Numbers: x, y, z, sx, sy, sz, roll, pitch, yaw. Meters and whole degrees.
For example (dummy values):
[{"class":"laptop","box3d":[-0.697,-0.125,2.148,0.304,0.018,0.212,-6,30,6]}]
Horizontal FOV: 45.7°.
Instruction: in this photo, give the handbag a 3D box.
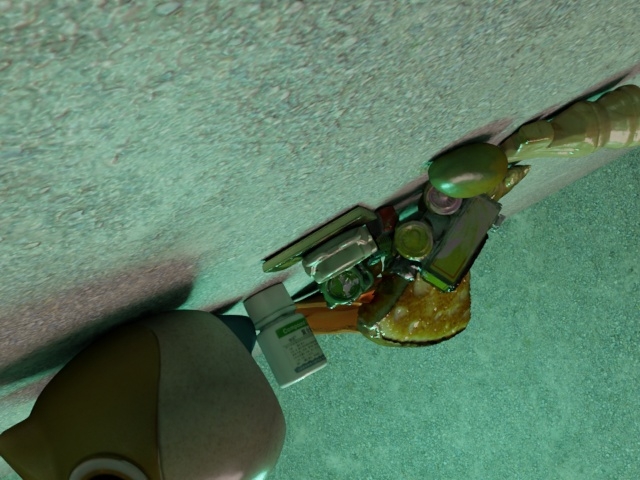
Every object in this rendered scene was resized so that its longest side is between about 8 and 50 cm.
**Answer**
[{"class":"handbag","box3d":[0.095,0.193,2.300,0.303,0.116,0.410,-19,-176,-36]}]

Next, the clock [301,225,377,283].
[{"class":"clock","box3d":[0.036,0.030,1.532,0.151,0.062,0.191,-30,173,5]}]

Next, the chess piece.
[{"class":"chess piece","box3d":[0.520,-0.226,1.573,0.300,0.137,0.137,-15,169,-8]}]

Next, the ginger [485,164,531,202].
[{"class":"ginger","box3d":[0.428,-0.138,1.874,0.333,0.081,0.148,-21,153,-42]}]

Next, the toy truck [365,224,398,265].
[{"class":"toy truck","box3d":[0.150,-0.002,1.797,0.100,0.077,0.169,-23,169,-9]}]

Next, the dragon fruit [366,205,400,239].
[{"class":"dragon fruit","box3d":[0.139,-0.039,1.613,0.060,0.056,0.083,-22,168,-29]}]

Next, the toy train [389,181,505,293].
[{"class":"toy train","box3d":[0.260,-0.013,1.606,0.261,0.177,0.134,-56,172,-5]}]

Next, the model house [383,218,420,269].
[{"class":"model house","box3d":[0.268,0.030,2.044,0.268,0.173,0.239,-29,-158,14]}]

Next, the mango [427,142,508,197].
[{"class":"mango","box3d":[0.277,-0.132,1.429,0.194,0.092,0.130,-9,163,-38]}]

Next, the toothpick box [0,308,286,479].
[{"class":"toothpick box","box3d":[-0.309,0.362,1.375,0.425,0.409,0.409,-32,173,-22]}]

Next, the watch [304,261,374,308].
[{"class":"watch","box3d":[0.044,0.060,1.719,0.131,0.165,0.152,-30,-165,7]}]

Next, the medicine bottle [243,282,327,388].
[{"class":"medicine bottle","box3d":[-0.091,0.235,1.892,0.139,0.237,0.139,-27,170,-5]}]

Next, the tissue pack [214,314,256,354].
[{"class":"tissue pack","box3d":[-0.249,0.329,1.813,0.206,0.288,0.198,-6,166,-21]}]

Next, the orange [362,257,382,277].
[{"class":"orange","box3d":[0.148,0.080,2.265,0.083,0.070,0.083,-26,176,-2]}]

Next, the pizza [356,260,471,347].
[{"class":"pizza","box3d":[0.261,0.065,1.812,0.440,0.130,0.406,6,105,-51]}]

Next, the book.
[{"class":"book","box3d":[0.000,0.000,1.531,0.228,0.024,0.160,-30,173,12]}]
